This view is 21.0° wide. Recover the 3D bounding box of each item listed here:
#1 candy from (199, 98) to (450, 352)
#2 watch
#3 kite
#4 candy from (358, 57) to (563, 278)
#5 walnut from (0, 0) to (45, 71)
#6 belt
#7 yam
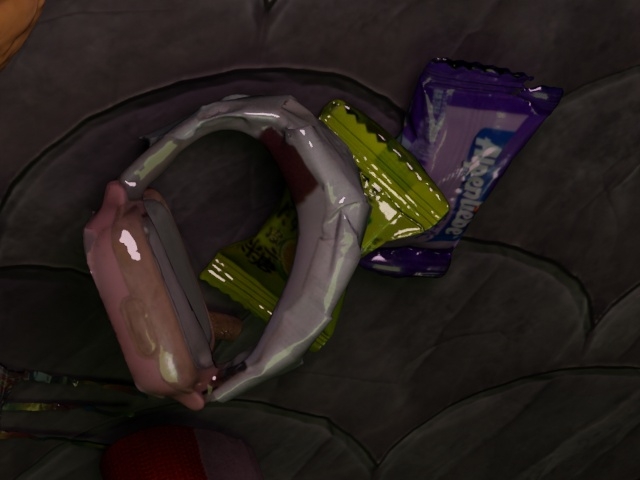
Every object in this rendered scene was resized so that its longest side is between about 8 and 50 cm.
[{"bbox_3d":[0.000,0.000,1.611,0.149,0.069,0.246,41,127,4],"label":"candy"},{"bbox_3d":[-0.070,-0.001,1.525,0.241,0.162,0.253,-18,102,7],"label":"watch"},{"bbox_3d":[-0.314,0.168,1.741,0.285,0.015,0.152,10,132,-26],"label":"kite"},{"bbox_3d":[0.108,-0.061,1.622,0.145,0.070,0.275,8,132,-26],"label":"candy"},{"bbox_3d":[-0.333,-0.212,1.135,0.333,0.333,0.332,-11,137,-10],"label":"walnut"},{"bbox_3d":[-0.136,0.284,1.834,0.128,0.124,0.201,-40,141,24],"label":"belt"},{"bbox_3d":[-0.144,0.076,1.699,0.145,0.032,0.032,12,128,-32],"label":"yam"}]
